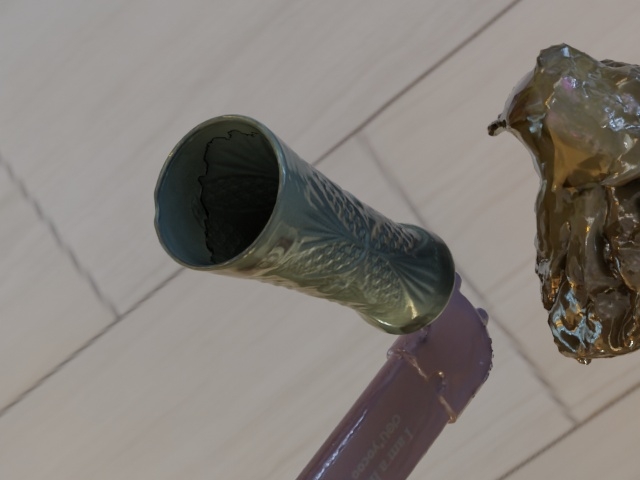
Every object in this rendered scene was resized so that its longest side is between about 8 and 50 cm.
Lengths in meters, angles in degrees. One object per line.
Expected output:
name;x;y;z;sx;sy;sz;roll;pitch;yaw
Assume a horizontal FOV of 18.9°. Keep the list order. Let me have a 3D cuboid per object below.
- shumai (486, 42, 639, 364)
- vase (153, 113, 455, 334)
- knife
shumai;0.183;-0.037;1.238;0.175;0.166;0.206;36;107;-8
vase;0.000;0.000;1.200;0.096;0.219;0.096;-12;68;32
knife;0.005;0.185;1.333;0.038;0.398;0.132;0;133;52
